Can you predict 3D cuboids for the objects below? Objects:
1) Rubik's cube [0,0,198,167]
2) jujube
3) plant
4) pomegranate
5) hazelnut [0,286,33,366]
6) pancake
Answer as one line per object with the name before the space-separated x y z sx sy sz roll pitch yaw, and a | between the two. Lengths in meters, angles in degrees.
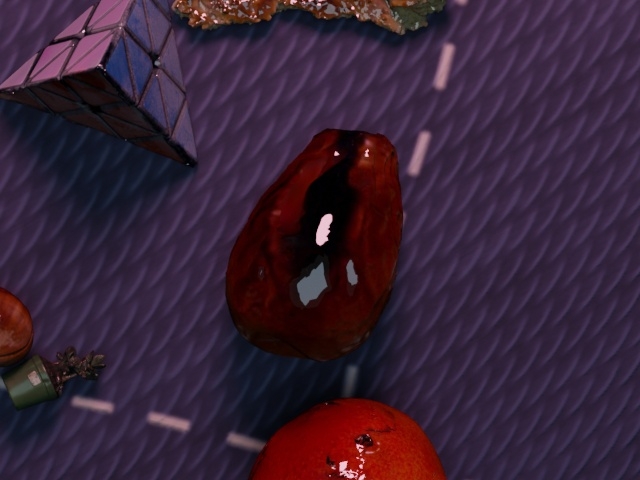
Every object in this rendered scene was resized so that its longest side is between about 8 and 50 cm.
Rubik's cube | -0.180 -0.200 1.198 0.211 0.190 0.178 19 78 -11
jujube | 0.000 0.000 1.226 0.168 0.168 0.237 20 78 -6
plant | -0.268 0.133 1.274 0.102 0.051 0.051 -23 99 -14
pomegranate | 0.036 0.267 1.239 0.210 0.210 0.235 -33 127 1
hazelnut | -0.326 0.087 1.246 0.086 0.086 0.086 -1 97 -4
pancake | -0.028 -0.273 1.233 0.244 0.057 0.266 -37 99 2
